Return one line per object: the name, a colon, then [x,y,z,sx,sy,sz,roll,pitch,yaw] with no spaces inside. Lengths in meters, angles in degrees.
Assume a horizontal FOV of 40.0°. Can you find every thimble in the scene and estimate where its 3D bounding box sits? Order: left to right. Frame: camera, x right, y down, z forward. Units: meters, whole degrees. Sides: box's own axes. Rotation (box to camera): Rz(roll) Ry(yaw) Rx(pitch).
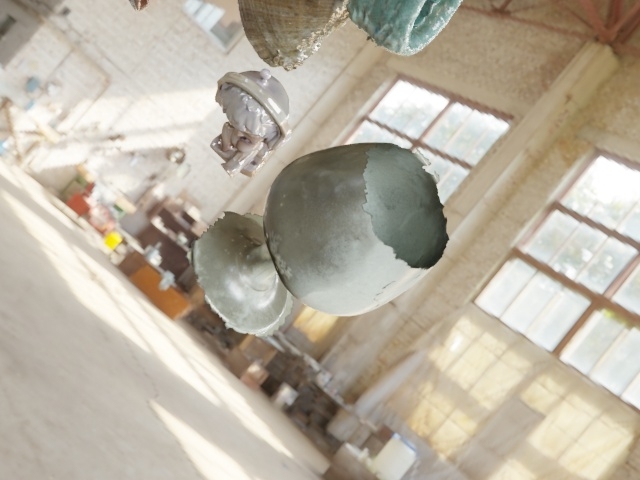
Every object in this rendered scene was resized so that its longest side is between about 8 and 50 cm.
thimble: [0.158,-0.450,1.586,0.143,0.235,0.198,39,0,19]

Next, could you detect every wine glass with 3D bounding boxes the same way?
wine glass: [0.000,0.000,1.191,0.323,0.238,0.238,-19,-48,38]

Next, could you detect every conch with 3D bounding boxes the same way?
conch: [-0.037,-0.541,1.848,0.297,0.352,0.210,27,-3,3]

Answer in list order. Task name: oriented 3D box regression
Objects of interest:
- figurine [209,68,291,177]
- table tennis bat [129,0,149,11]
figurine: [-0.126,-0.215,1.555,0.162,0.141,0.236,41,-23,4]
table tennis bat: [-0.277,-0.397,1.145,0.200,0.038,0.310,65,-8,-15]
